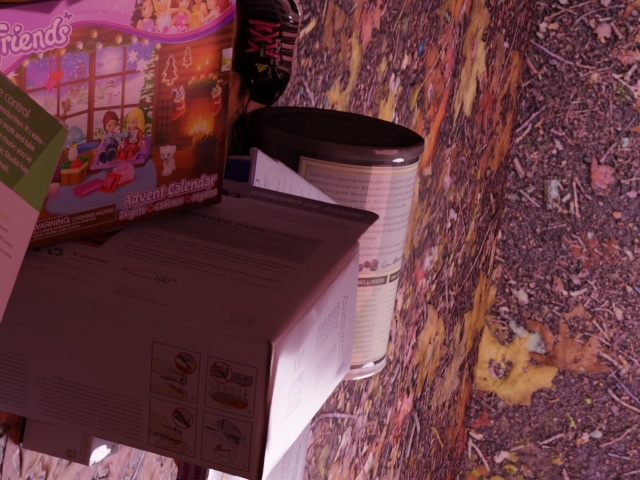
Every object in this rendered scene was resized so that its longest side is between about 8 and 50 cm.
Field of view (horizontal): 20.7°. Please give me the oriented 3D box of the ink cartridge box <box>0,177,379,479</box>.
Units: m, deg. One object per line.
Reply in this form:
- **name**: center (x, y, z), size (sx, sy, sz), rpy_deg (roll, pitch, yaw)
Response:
- **ink cartridge box**: center (-0.134, 0.048, 1.448), size (0.272, 0.309, 0.130), rpy_deg (-46, 145, -59)

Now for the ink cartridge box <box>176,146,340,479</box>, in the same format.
- **ink cartridge box**: center (-0.068, 0.092, 1.688), size (0.330, 0.071, 0.324), rpy_deg (30, 68, -72)

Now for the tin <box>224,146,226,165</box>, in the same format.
- **tin**: center (-0.148, -0.069, 1.794), size (0.189, 0.040, 0.106), rpy_deg (-33, 130, -66)

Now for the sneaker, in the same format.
- **sneaker**: center (-0.058, -0.213, 1.924), size (0.170, 0.063, 0.075), rpy_deg (89, 15, -52)

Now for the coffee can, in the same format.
- **coffee can**: center (0.000, 0.000, 2.036), size (0.201, 0.201, 0.275), rpy_deg (-29, 131, -68)

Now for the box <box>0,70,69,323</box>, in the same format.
- **box**: center (-0.295, 0.008, 1.139), size (0.232, 0.058, 0.322), rpy_deg (45, 56, -49)

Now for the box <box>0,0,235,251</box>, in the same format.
- **box**: center (-0.198, -0.100, 1.357), size (0.293, 0.057, 0.201), rpy_deg (-16, 121, -40)

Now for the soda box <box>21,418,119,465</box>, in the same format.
- **soda box**: center (-0.216, 0.095, 1.629), size (0.069, 0.074, 0.216), rpy_deg (-19, 121, -71)

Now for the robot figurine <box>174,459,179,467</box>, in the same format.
- **robot figurine**: center (-0.145, 0.140, 1.805), size (0.128, 0.158, 0.219), rpy_deg (-38, 148, -19)
